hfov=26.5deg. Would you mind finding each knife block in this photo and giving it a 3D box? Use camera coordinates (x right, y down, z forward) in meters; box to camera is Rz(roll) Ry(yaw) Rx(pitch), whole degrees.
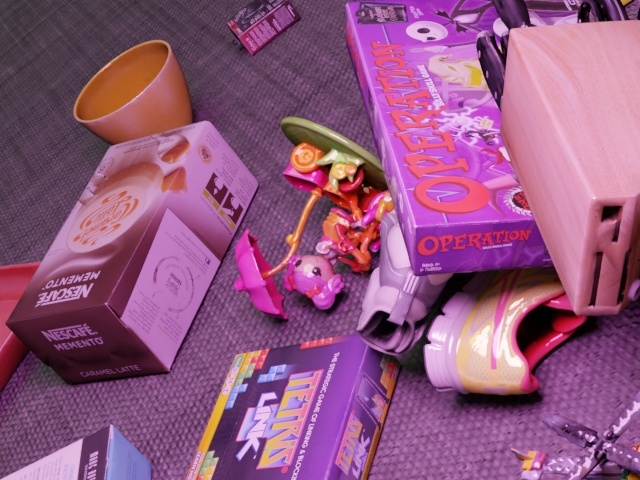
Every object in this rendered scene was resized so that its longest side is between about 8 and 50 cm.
[{"bbox_3d":[0.161,-0.087,0.914,0.242,0.088,0.275,24,43,31],"label":"knife block"}]

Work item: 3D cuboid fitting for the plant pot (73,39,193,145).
[{"bbox_3d":[-0.199,-0.149,1.550,0.134,0.095,0.134,-26,34,19],"label":"plant pot"}]

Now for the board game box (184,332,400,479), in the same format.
[{"bbox_3d":[-0.026,0.155,1.043,0.141,0.048,0.170,-15,39,34],"label":"board game box"}]

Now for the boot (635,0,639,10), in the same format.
[{"bbox_3d":[0.369,-0.171,1.051,0.229,0.091,0.263,-17,41,20],"label":"boot"}]

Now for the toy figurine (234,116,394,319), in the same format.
[{"bbox_3d":[0.000,0.000,1.187,0.173,0.130,0.159,25,80,29],"label":"toy figurine"}]

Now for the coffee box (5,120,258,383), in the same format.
[{"bbox_3d":[-0.178,0.010,1.326,0.141,0.098,0.247,-12,40,35],"label":"coffee box"}]

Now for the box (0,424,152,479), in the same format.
[{"bbox_3d":[-0.258,0.253,1.133,0.244,0.060,0.101,-27,34,17],"label":"box"}]

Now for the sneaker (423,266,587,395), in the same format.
[{"bbox_3d":[0.163,0.033,0.997,0.094,0.081,0.209,10,61,40],"label":"sneaker"}]

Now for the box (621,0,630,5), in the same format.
[{"bbox_3d":[0.311,-0.288,1.277,0.178,0.042,0.109,-33,31,9],"label":"box"}]

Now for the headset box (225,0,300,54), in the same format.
[{"bbox_3d":[-0.073,-0.262,1.630,0.083,0.032,0.062,-39,31,0],"label":"headset box"}]

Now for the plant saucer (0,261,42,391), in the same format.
[{"bbox_3d":[-0.407,0.139,1.437,0.259,0.048,0.258,-7,44,41],"label":"plant saucer"}]

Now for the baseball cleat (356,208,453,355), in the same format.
[{"bbox_3d":[0.061,0.029,1.051,0.109,0.072,0.206,-64,-6,3],"label":"baseball cleat"}]

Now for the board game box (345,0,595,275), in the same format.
[{"bbox_3d":[0.142,-0.097,1.043,0.208,0.056,0.347,-8,36,-3],"label":"board game box"}]

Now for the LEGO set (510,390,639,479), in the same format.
[{"bbox_3d":[0.280,0.068,0.717,0.331,0.192,0.255,-47,33,-15],"label":"LEGO set"}]
